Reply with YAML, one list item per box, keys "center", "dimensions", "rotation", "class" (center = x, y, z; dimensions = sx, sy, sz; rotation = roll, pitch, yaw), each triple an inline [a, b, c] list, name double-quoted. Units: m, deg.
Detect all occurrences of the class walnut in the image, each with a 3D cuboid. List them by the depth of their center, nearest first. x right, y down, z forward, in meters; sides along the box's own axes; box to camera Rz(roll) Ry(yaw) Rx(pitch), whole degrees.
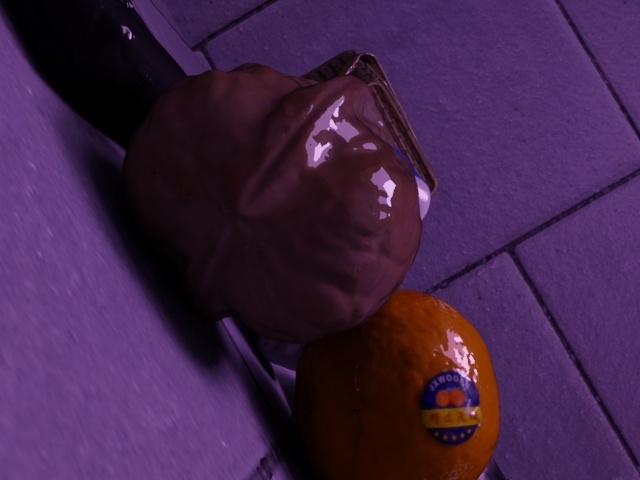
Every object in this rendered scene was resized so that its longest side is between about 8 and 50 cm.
- center: [-0.036, -0.035, 0.837]
  dimensions: [0.273, 0.227, 0.273]
  rotation: [59, 8, -13]
  class: "walnut"

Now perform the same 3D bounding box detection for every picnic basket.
- center: [-0.003, -0.110, 1.459]
  dimensions: [0.228, 0.313, 0.175]
  rotation: [59, 1, -32]
  class: "picnic basket"

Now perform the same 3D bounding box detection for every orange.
- center: [0.072, 0.154, 0.930]
  dimensions: [0.193, 0.219, 0.219]
  rotation: [2, 44, -34]
  class: "orange"

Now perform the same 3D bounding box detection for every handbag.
- center: [-0.217, -0.209, 0.926]
  dimensions: [0.244, 0.088, 0.275]
  rotation: [58, 5, 14]
  class: "handbag"

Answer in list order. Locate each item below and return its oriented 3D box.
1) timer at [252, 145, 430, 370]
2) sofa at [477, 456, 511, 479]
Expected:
- center: [0.000, 0.000, 1.061]
  dimensions: [0.078, 0.253, 0.178]
  rotation: [25, 19, -29]
  class: "timer"
- center: [0.075, 0.240, 1.121]
  dimensions: [0.258, 0.182, 0.200]
  rotation: [60, -15, 14]
  class: "sofa"
